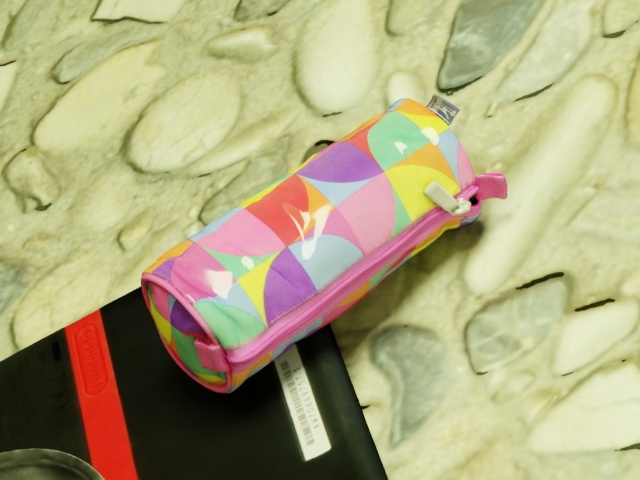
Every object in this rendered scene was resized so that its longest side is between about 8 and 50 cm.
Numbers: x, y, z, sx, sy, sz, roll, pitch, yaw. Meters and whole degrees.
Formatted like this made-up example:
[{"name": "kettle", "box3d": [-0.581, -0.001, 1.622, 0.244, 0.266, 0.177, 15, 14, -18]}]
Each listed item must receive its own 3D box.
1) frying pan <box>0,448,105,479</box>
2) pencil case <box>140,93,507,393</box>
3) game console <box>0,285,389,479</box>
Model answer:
[{"name": "frying pan", "box3d": [-0.182, 0.247, 1.096, 0.197, 0.053, 0.326, -30, 40, 1]}, {"name": "pencil case", "box3d": [0.000, 0.000, 1.223, 0.236, 0.104, 0.104, -35, 35, -19]}, {"name": "game console", "box3d": [-0.124, 0.180, 1.219, 0.342, 0.060, 0.386, -27, 39, 4]}]
